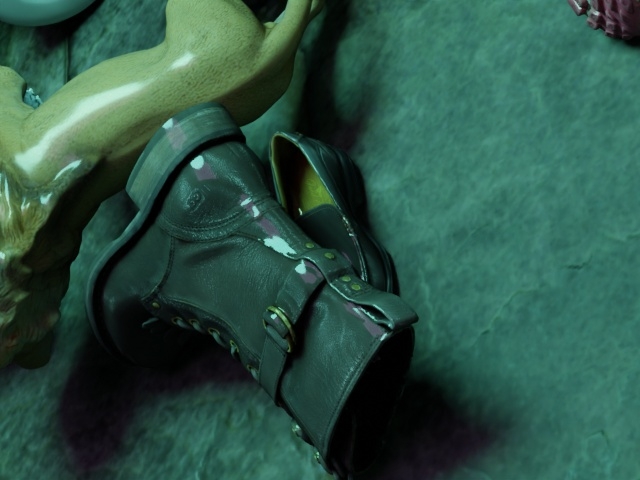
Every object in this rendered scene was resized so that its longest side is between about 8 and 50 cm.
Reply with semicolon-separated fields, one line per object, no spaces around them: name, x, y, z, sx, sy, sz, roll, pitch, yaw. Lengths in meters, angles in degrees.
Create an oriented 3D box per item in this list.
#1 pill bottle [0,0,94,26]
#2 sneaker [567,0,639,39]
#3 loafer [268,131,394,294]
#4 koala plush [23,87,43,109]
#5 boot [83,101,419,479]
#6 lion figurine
pill bottle;-0.278;-0.307;1.581;0.146;0.146;0.264;-48;43;11
sneaker;0.188;-0.268;1.135;0.112;0.121;0.299;-3;68;-1
loafer;0.000;0.000;1.187;0.062;0.061;0.170;-38;48;21
koala plush;-0.297;-0.049;1.428;0.203;0.196;0.221;4;68;33
boot;-0.045;0.064;1.152;0.229;0.091;0.263;50;145;24
lion figurine;-0.133;-0.085;1.264;0.392;0.142;0.240;-41;27;17
